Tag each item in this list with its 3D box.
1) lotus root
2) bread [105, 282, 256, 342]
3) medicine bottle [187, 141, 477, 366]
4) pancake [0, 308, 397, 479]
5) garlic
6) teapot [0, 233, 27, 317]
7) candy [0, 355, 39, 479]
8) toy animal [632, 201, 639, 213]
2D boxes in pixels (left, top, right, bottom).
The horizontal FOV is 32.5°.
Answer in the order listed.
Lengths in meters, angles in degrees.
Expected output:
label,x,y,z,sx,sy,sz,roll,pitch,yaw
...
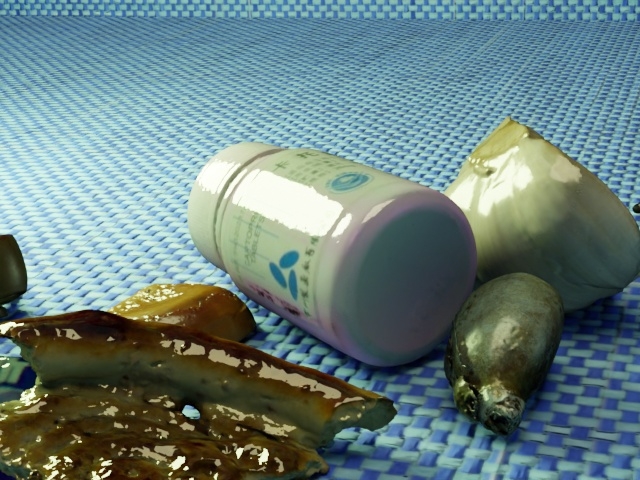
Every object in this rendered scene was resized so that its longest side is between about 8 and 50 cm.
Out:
label,x,y,z,sx,sy,sz,roll,pitch,yaw
lotus root,0.135,0.080,0.816,0.088,0.088,0.165,5,31,21
bread,-0.132,0.066,0.938,0.126,0.044,0.129,11,27,37
medicine bottle,0.000,0.000,0.941,0.152,0.151,0.255,-16,25,-32
pancake,-0.107,0.103,0.736,0.258,0.056,0.212,-11,35,-42
garlic,0.180,-0.004,0.969,0.143,0.178,0.229,-40,9,-9
teapot,-0.302,0.039,1.007,0.076,0.068,0.121,-23,-3,5
candy,-0.269,0.128,0.754,0.275,0.070,0.145,2,27,0
toy animal,0.401,-0.001,0.876,0.273,0.160,0.197,9,23,30
